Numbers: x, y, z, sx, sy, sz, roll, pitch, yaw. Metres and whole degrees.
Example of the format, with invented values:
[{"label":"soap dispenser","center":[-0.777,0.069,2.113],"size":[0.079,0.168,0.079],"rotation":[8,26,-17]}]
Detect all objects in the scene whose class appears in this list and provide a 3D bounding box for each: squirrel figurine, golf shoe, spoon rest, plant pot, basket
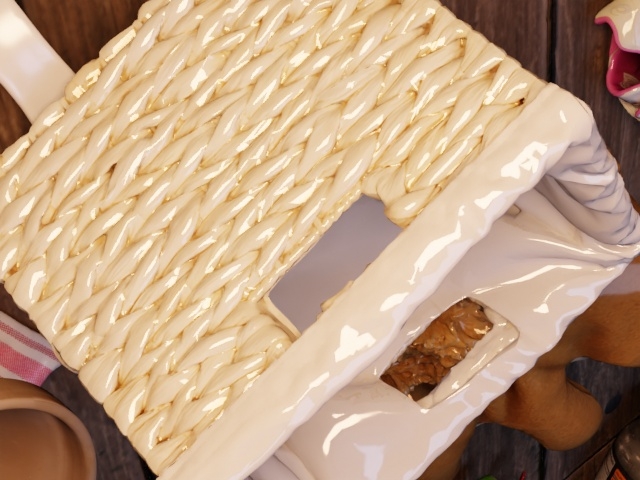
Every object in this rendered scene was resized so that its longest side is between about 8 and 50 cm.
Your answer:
[{"label":"squirrel figurine","center":[0.110,0.064,1.441],"size":[0.370,0.281,0.397],"rotation":[-37,143,-1]},{"label":"golf shoe","center":[0.339,-0.156,1.614],"size":[0.140,0.115,0.306],"rotation":[-33,138,-8]},{"label":"spoon rest","center":[-0.170,-0.072,1.100],"size":[0.137,0.084,0.276],"rotation":[-45,146,-9]},{"label":"plant pot","center":[-0.279,0.179,1.138],"size":[0.237,0.109,0.237],"rotation":[-33,142,-29]},{"label":"basket","center":[0.000,0.000,1.091],"size":[0.328,0.266,0.331],"rotation":[-46,158,2]}]

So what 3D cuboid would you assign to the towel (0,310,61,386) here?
[{"label":"towel","center":[-0.283,0.136,1.217],"size":[0.197,0.029,0.144],"rotation":[-51,148,1]}]

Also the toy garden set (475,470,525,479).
[{"label":"toy garden set","center":[0.164,0.359,1.948],"size":[0.203,0.049,0.244],"rotation":[-19,135,-36]}]

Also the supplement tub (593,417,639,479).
[{"label":"supplement tub","center":[0.434,0.372,2.131],"size":[0.207,0.207,0.338],"rotation":[-5,127,-48]}]
